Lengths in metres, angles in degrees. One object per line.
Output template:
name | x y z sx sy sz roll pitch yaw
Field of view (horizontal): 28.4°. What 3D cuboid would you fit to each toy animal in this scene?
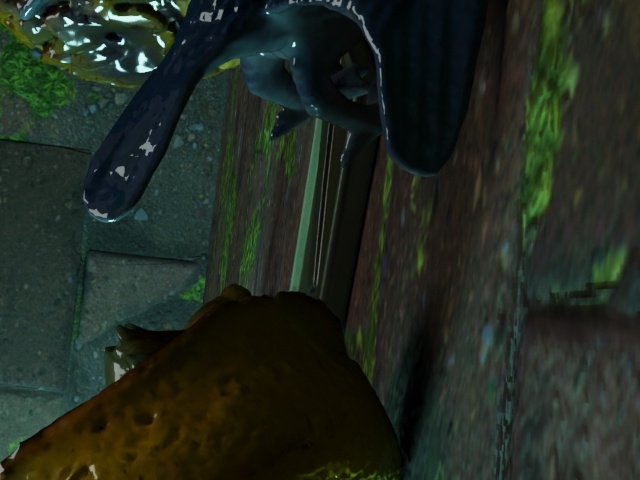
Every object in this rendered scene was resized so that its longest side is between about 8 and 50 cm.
toy animal | -0.016 -0.120 0.526 0.255 0.239 0.176 -43 -49 -28

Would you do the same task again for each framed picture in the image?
framed picture | 0.001 0.000 0.807 0.192 0.018 0.265 -100 18 -66

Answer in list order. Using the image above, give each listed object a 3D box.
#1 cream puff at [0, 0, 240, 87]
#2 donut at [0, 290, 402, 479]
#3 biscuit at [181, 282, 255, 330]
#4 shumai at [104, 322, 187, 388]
cream puff | -0.167 -0.255 1.131 0.343 0.327 0.231 -38 50 55
donut | -0.046 0.114 0.512 0.074 0.190 0.174 46 145 31
biscuit | -0.113 0.150 1.189 0.166 0.036 0.225 -12 -62 -60
shumai | -0.088 0.165 0.753 0.222 0.225 0.261 -59 10 -19
